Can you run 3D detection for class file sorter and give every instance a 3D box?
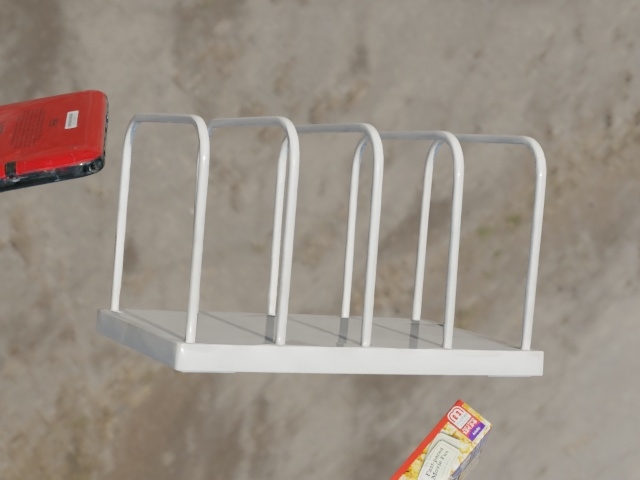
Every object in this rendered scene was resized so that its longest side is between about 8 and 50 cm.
[{"bbox_3d":[0.000,0.000,1.173,0.278,0.193,0.173,2,93,-24],"label":"file sorter"}]

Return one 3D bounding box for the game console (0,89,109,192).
[{"bbox_3d":[-0.167,-0.016,0.851,0.124,0.144,0.085,-11,110,-3],"label":"game console"}]

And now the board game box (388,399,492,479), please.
[{"bbox_3d":[0.087,0.258,1.573,0.193,0.045,0.147,-47,165,-17],"label":"board game box"}]
